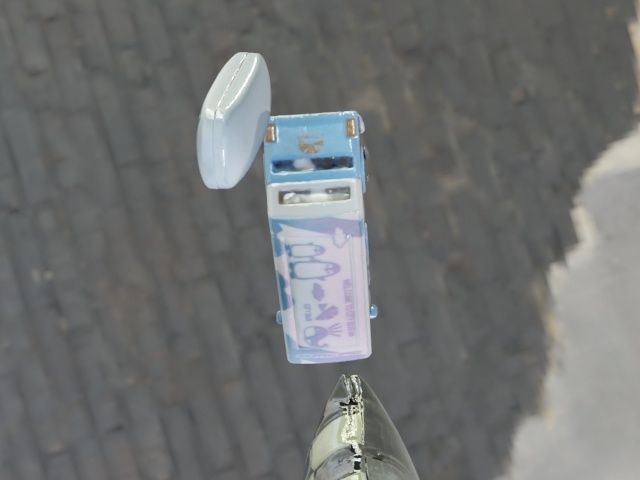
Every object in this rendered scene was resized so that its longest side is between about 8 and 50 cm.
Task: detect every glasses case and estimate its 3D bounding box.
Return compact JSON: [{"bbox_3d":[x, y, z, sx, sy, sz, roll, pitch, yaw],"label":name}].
[{"bbox_3d":[-0.070,-0.100,1.576,0.178,0.045,0.067,-71,161,-63],"label":"glasses case"}]

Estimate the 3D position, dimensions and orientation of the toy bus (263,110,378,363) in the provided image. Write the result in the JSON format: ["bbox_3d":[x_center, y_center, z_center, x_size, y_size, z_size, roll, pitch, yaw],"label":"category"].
[{"bbox_3d":[0.000,0.000,1.872,0.297,0.106,0.131,85,2,-57],"label":"toy bus"}]

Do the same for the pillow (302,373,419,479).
[{"bbox_3d":[0.039,0.246,1.576,0.250,0.106,0.186,-96,-178,-63],"label":"pillow"}]
